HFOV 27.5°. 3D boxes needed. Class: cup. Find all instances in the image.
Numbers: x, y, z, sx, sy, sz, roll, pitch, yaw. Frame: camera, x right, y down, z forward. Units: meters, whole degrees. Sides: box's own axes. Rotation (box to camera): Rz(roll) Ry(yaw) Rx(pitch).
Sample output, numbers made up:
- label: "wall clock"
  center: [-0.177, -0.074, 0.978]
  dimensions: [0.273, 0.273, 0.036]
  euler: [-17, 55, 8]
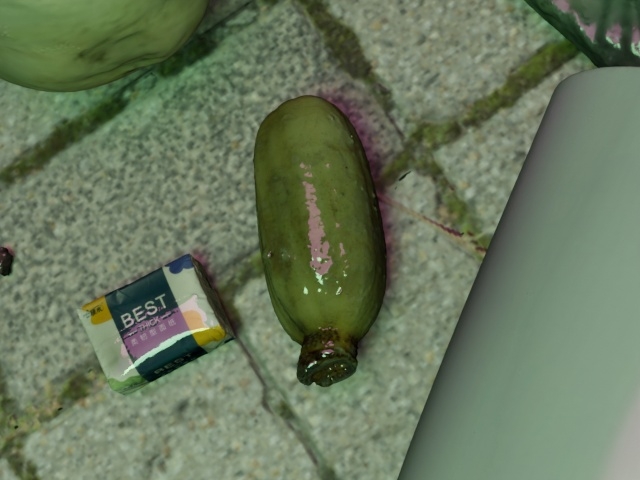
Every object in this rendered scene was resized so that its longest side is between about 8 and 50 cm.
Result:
- label: "cup"
  center: [0.173, 0.111, 0.668]
  dimensions: [0.253, 0.253, 0.371]
  euler: [23, 82, 15]

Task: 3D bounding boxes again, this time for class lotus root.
- label: "lotus root"
  center: [0.001, 0.000, 0.811]
  dimensions: [0.077, 0.090, 0.183]
  euler: [-7, 71, -4]

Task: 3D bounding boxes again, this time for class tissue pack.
- label: "tissue pack"
  center: [-0.105, 0.054, 0.839]
  dimensions: [0.083, 0.042, 0.062]
  euler: [-27, 75, 2]

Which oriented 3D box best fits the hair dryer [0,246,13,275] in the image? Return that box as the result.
- label: "hair dryer"
  center: [-0.284, -0.001, 0.884]
  dimensions: [0.154, 0.054, 0.106]
  euler: [10, 82, 8]

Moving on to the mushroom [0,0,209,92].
- label: "mushroom"
  center: [-0.118, -0.260, 0.809]
  dimensions: [0.336, 0.314, 0.314]
  euler: [-16, 72, -18]

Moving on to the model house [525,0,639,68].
- label: "model house"
  center: [0.182, -0.258, 0.726]
  dimensions: [0.194, 0.325, 0.267]
  euler: [-42, 73, -5]
